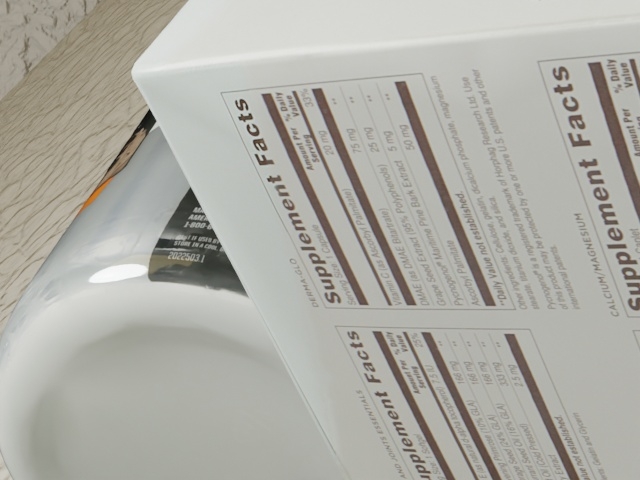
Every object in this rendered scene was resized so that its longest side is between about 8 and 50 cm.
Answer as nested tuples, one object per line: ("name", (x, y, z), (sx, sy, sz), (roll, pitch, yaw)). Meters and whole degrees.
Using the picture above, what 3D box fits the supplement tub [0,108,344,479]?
("supplement tub", (0.000, 0.000, 0.811), (0.207, 0.207, 0.338), (-29, 21, 34))

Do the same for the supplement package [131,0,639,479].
("supplement package", (0.126, -0.042, 0.543), (0.262, 0.198, 0.199), (-2, 39, 34))
